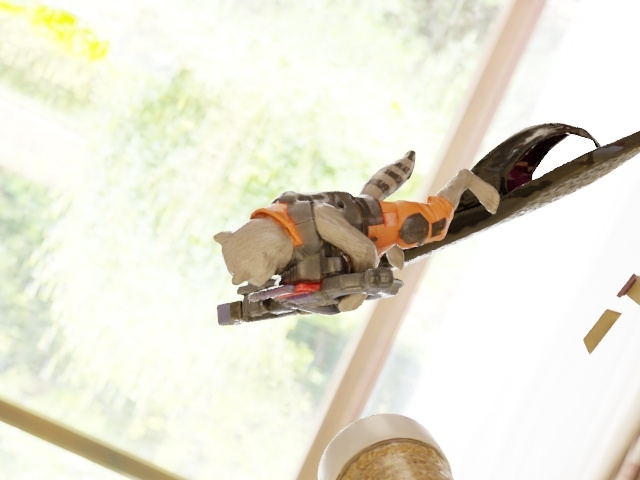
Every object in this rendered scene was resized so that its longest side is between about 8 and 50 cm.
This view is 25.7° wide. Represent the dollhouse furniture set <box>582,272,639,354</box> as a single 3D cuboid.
[{"bbox_3d":[0.387,0.108,1.732,0.081,0.114,0.091,38,-172,12],"label":"dollhouse furniture set"}]

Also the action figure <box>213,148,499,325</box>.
[{"bbox_3d":[0.000,0.000,1.680,0.330,0.178,0.341,-11,178,-44],"label":"action figure"}]

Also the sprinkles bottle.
[{"bbox_3d":[0.097,0.282,1.172,0.121,0.121,0.355,27,-166,-25],"label":"sprinkles bottle"}]

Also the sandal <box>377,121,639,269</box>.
[{"bbox_3d":[0.247,-0.079,1.939,0.107,0.446,0.167,67,-160,5],"label":"sandal"}]
